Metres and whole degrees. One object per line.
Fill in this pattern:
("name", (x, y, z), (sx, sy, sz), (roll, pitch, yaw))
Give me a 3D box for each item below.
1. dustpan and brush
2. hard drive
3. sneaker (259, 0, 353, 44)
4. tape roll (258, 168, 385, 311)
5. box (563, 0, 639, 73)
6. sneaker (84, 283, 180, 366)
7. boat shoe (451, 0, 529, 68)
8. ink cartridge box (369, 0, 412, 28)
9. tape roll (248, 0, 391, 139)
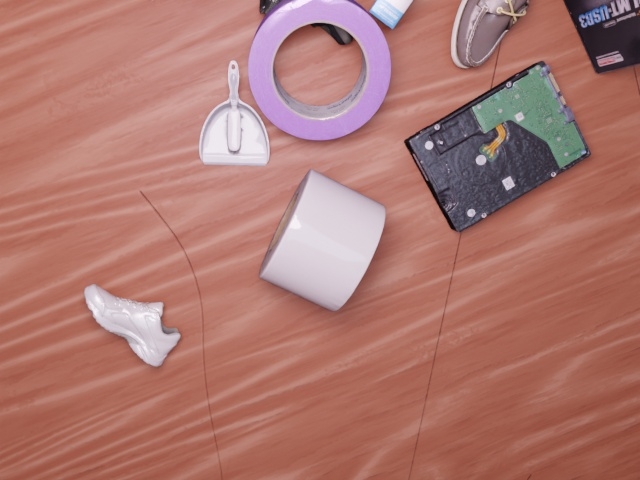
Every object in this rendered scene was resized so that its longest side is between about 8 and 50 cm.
("dustpan and brush", (-0.179, -0.261, 1.178), (0.148, 0.060, 0.211), (0, 100, -5))
("hard drive", (0.384, -0.202, 1.236), (0.339, 0.064, 0.236), (-31, 101, 2))
("sneaker", (-0.037, -0.471, 1.149), (0.130, 0.087, 0.227), (-32, 122, 27))
("tape roll", (0.000, 0.000, 1.146), (0.169, 0.246, 0.246), (25, 97, -9))
("box", (0.582, -0.483, 1.088), (0.073, 0.295, 0.293), (-30, 102, -1))
("sneaker", (-0.399, 0.160, 1.228), (0.115, 0.090, 0.232), (-46, 109, -3))
("boat shoe", (0.376, -0.500, 1.147), (0.117, 0.097, 0.324), (19, 102, -40))
("ink cartridge box", (0.174, -0.515, 1.120), (0.062, 0.104, 0.181), (34, 113, -9))
("tape roll", (-0.003, -0.342, 1.121), (0.275, 0.090, 0.274), (-1, 121, -1))
